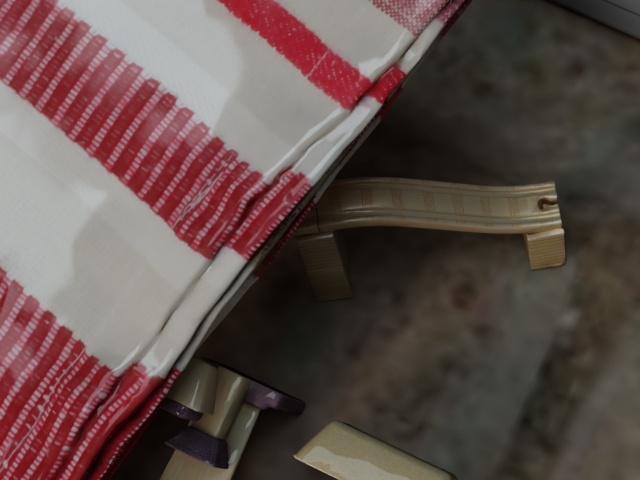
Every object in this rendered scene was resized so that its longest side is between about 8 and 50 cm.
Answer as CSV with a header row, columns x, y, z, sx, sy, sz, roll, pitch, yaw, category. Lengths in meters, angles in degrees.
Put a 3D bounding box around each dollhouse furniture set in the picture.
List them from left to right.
x,y,z,sx,sy,sz,roll,pitch,yaw,category
-0.014,0.101,0.631,0.114,0.091,0.081,24,86,16,dollhouse furniture set

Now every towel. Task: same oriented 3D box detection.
x,y,z,sx,sy,sz,roll,pitch,yaw,category
-0.114,-0.057,0.597,0.237,0.037,0.329,38,93,10,towel

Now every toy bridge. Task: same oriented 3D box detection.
x,y,z,sx,sy,sz,roll,pitch,yaw,category
0.000,0.000,0.677,0.188,0.063,0.026,-8,64,5,toy bridge

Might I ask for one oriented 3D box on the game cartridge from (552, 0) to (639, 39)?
x,y,z,sx,sy,sz,roll,pitch,yaw,category
0.220,-0.201,0.742,0.196,0.060,0.294,28,73,16,game cartridge
